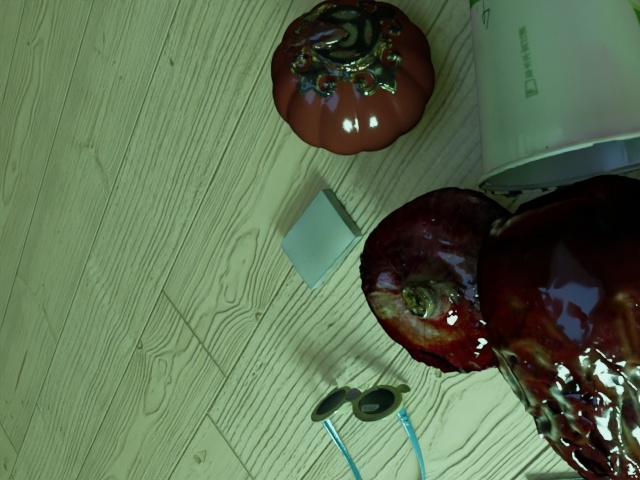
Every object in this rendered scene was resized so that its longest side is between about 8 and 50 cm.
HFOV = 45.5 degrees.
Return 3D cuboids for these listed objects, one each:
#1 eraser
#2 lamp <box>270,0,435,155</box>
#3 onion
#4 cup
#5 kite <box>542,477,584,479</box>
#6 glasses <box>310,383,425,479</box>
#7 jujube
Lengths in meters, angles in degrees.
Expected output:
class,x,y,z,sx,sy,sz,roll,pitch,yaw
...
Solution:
class,x,y,z,sx,sy,sz,roll,pitch,yaw
eraser,0.000,0.000,1.269,0.104,0.023,0.150,55,132,19
lamp,0.042,-0.228,1.040,0.227,0.227,0.226,12,109,41
onion,0.160,0.054,0.997,0.252,0.219,0.252,9,107,32
cup,0.272,-0.202,0.826,0.253,0.253,0.273,-17,80,44
kite,0.381,0.405,1.003,0.268,0.013,0.322,33,114,39
glasses,0.078,0.347,1.237,0.190,0.088,0.220,-13,91,44
jujube,0.307,0.103,0.826,0.258,0.258,0.376,1,119,43
